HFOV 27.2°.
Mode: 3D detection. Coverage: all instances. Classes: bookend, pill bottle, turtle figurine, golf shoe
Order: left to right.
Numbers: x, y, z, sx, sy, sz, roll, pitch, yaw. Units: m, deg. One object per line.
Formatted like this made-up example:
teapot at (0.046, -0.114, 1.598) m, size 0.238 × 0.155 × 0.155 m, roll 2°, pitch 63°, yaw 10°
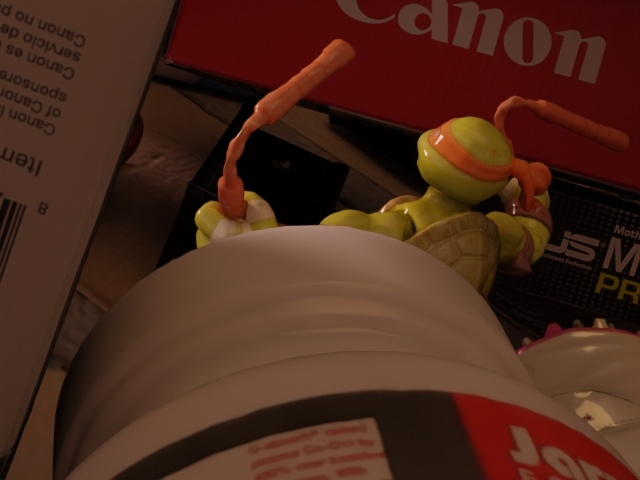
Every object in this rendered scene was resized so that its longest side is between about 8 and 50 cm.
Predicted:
bookend at (0.000, 0.000, 0.775) m, size 0.157 × 0.072 × 0.156 m, roll 25°, pitch 26°, yaw -1°
pill bottle at (0.017, 0.159, 0.334) m, size 0.210 × 0.210 × 0.363 m, roll 15°, pitch 28°, yaw -20°
turtle figurine at (0.042, 0.027, 0.593) m, size 0.269 × 0.217 × 0.087 m, roll -7°, pitch 40°, yaw -48°
golf shoe at (0.214, 0.143, 0.684) m, size 0.306 × 0.115 × 0.140 m, roll 16°, pitch 50°, yaw -23°

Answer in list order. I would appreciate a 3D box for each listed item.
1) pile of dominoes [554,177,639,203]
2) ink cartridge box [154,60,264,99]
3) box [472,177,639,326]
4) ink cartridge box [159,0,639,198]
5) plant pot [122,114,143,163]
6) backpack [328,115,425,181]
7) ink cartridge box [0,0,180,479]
pile of dominoes at (0.266, -0.006, 1.084) m, size 0.196 × 0.040 × 0.251 m, roll 40°, pitch 21°, yaw 29°
ink cartridge box at (-0.152, -0.257, 0.983) m, size 0.270 × 0.197 × 0.198 m, roll 10°, pitch 30°, yaw -26°
box at (0.191, 0.007, 0.817) m, size 0.216 × 0.060 × 0.270 m, roll 16°, pitch 7°, yaw 5°
ink cartridge box at (0.079, -0.117, 0.748) m, size 0.309 × 0.130 × 0.272 m, roll 15°, pitch 5°, yaw 2°
plant pot at (-0.175, -0.129, 0.728) m, size 0.191 × 0.174 × 0.191 m, roll 11°, pitch 24°, yaw -5°
backpack at (0.090, -0.103, 1.019) m, size 0.120 × 0.098 × 0.101 m, roll 40°, pitch 26°, yaw 30°
ink cartridge box at (-0.174, -0.005, 0.410) m, size 0.197 × 0.273 × 0.114 m, roll 21°, pitch 22°, yaw -8°
